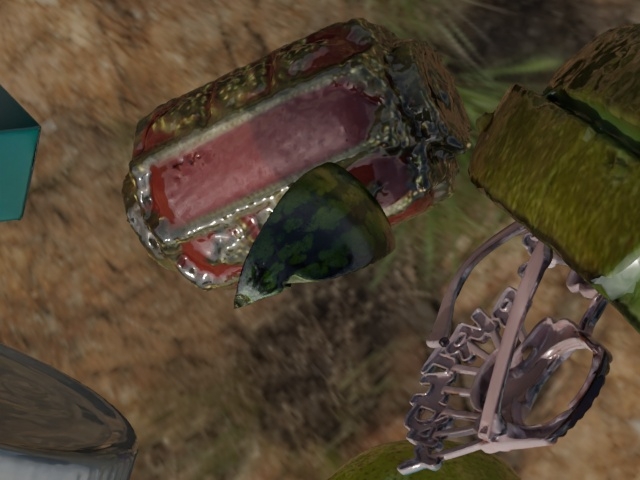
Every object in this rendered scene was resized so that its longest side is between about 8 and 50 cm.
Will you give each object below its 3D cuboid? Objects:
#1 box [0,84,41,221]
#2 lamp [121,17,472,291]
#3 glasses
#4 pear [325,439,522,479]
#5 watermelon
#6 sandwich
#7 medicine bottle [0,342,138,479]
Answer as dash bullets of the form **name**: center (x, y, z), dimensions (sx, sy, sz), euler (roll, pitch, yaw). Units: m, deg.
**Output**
- **box**: center (-0.362, -0.078, 1.360), dimensions (0.245, 0.153, 0.092), euler (-10, 129, -39)
- **lamp**: center (-0.020, -0.063, 1.375), dimensions (0.274, 0.177, 0.177), euler (-21, 112, 20)
- **glasses**: center (0.115, 0.027, 1.037), dimensions (0.095, 0.162, 0.255), euler (39, 79, -15)
- **pear**: center (0.102, 0.339, 1.751), dimensions (0.294, 0.294, 0.294), euler (-4, 105, -16)
- **watermelon**: center (0.012, 0.001, 1.197), dimensions (0.069, 0.163, 0.087), euler (27, 118, 19)
- **sandwich**: center (0.157, -0.002, 0.697), dimensions (0.109, 0.185, 0.160), euler (-47, 117, 4)
- **medicine bottle**: center (-0.233, 0.232, 0.772), dimensions (0.224, 0.224, 0.384), euler (19, 97, -20)
